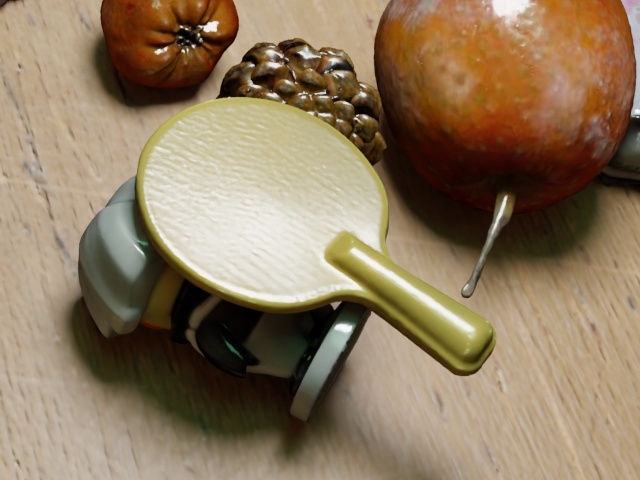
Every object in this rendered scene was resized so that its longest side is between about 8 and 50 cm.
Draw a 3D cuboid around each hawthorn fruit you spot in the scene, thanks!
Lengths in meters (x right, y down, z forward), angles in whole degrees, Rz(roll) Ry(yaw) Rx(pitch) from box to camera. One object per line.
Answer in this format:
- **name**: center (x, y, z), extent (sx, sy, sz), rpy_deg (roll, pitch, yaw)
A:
- **hawthorn fruit**: center (-0.144, -0.197, 1.581), extent (0.125, 0.140, 0.125), rpy_deg (6, 80, -38)
- **hawthorn fruit**: center (0.176, -0.135, 1.538), extent (0.235, 0.231, 0.263), rpy_deg (-30, 92, 14)

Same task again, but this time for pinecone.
- **pinecone**: center (-0.019, -0.102, 1.512), extent (0.173, 0.173, 0.173), rpy_deg (6, 53, -8)

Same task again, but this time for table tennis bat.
- **table tennis bat**: center (0.000, 0.000, 1.351), extent (0.321, 0.050, 0.198), rpy_deg (35, 52, 11)

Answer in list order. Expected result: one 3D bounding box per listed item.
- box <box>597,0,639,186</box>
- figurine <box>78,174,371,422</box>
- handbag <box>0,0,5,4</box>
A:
- **box**: center (0.356, -0.213, 1.704), extent (0.190, 0.112, 0.370), rpy_deg (6, 52, -7)
- **figurine**: center (-0.078, 0.032, 1.410), extent (0.236, 0.133, 0.176), rpy_deg (28, 44, 5)
- **handbag**: center (-0.354, -0.356, 1.664), extent (0.275, 0.084, 0.260), rpy_deg (31, 53, 10)
